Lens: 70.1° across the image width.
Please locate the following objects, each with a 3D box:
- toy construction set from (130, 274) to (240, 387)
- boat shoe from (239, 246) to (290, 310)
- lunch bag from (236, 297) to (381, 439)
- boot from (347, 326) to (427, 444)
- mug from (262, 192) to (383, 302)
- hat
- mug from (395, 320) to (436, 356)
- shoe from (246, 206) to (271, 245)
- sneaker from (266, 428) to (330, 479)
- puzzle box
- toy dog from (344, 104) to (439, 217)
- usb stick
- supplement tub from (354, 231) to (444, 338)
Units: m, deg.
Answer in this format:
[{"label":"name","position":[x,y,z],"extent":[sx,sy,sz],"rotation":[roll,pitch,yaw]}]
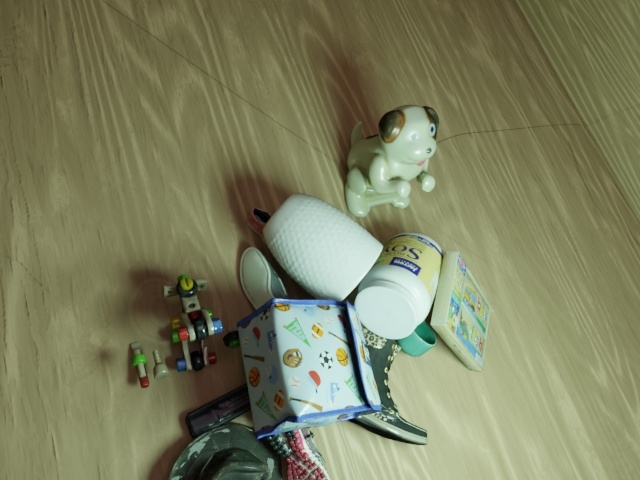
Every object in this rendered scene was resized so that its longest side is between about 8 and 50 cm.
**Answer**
[{"label":"toy construction set","position":[-0.409,0.245,1.317],"extent":[0.309,0.257,0.237],"rotation":[-27,60,-6]},{"label":"boat shoe","position":[-0.168,0.169,1.494],"extent":[0.099,0.116,0.319],"rotation":[12,49,-61]},{"label":"lunch bag","position":[0.002,0.341,1.278],"extent":[0.385,0.239,0.328],"rotation":[11,56,-41]},{"label":"boot","position":[0.201,0.466,1.473],"extent":[0.377,0.138,0.284],"rotation":[25,62,0]},{"label":"mug","position":[0.000,0.000,1.517],"extent":[0.328,0.276,0.374],"rotation":[40,21,-1]},{"label":"hat","position":[-0.224,0.641,1.205],"extent":[0.331,0.134,0.331],"rotation":[17,57,-27]},{"label":"mug","position":[0.324,0.332,1.592],"extent":[0.129,0.097,0.158],"rotation":[42,25,1]},{"label":"shoe","position":[-0.179,-0.038,1.567],"extent":[0.178,0.081,0.063],"rotation":[42,60,0]},{"label":"sneaker","position":[-0.046,0.617,1.330],"extent":[0.299,0.121,0.112],"rotation":[64,20,1]},{"label":"puzzle box","position":[0.503,0.256,1.593],"extent":[0.409,0.052,0.272],"rotation":[46,52,-42]},{"label":"toy dog","position":[0.278,-0.323,1.677],"extent":[0.285,0.408,0.395],"rotation":[-4,70,-23]},{"label":"usb stick","position":[-0.257,0.482,1.340],"extent":[0.278,0.045,0.077],"rotation":[-22,71,-27]},{"label":"supplement tub","position":[0.270,0.145,1.527],"extent":[0.241,0.241,0.331],"rotation":[42,41,0]}]
